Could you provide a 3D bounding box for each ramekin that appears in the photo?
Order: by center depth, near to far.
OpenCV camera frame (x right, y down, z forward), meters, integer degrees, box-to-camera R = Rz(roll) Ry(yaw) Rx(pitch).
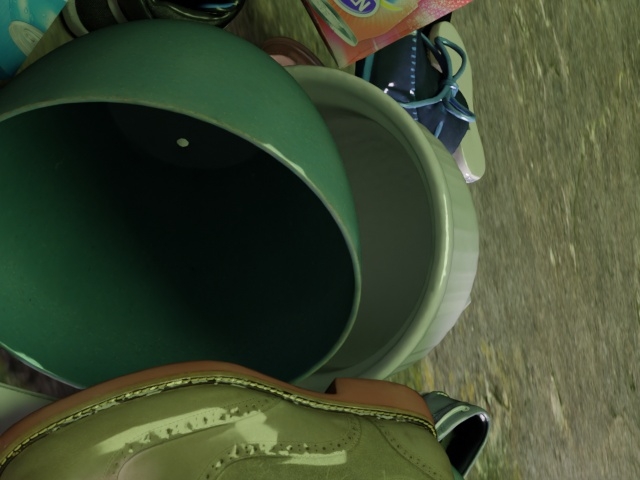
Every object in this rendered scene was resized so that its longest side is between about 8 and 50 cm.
[{"bbox_3d":[0.000,0.000,0.988,0.135,0.277,0.277,6,84,-64],"label":"ramekin"}]

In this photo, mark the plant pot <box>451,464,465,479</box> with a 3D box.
[{"bbox_3d":[0.005,0.254,1.011,0.293,0.293,0.196,15,49,-55],"label":"plant pot"}]

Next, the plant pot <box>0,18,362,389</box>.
[{"bbox_3d":[-0.109,-0.045,0.841,0.195,0.290,0.290,-82,150,-46],"label":"plant pot"}]

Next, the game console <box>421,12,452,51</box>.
[{"bbox_3d":[0.113,-0.272,1.392,0.107,0.071,0.122,47,44,-6],"label":"game console"}]

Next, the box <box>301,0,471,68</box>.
[{"bbox_3d":[0.015,-0.297,0.995,0.154,0.142,0.300,60,5,-36],"label":"box"}]

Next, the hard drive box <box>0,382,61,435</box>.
[{"bbox_3d":[-0.254,0.203,0.752,0.181,0.089,0.232,31,64,-52],"label":"hard drive box"}]

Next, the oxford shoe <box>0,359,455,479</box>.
[{"bbox_3d":[-0.045,0.165,0.777,0.348,0.130,0.123,2,130,-30],"label":"oxford shoe"}]

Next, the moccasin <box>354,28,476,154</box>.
[{"bbox_3d":[0.093,-0.135,1.154,0.342,0.116,0.138,81,13,-66],"label":"moccasin"}]

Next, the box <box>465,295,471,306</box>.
[{"bbox_3d":[0.063,0.059,1.193,0.126,0.137,0.072,-38,119,-50],"label":"box"}]

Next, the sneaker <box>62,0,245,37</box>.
[{"bbox_3d":[-0.098,-0.200,0.971,0.217,0.121,0.079,-25,111,-54],"label":"sneaker"}]

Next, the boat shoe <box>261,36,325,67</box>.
[{"bbox_3d":[-0.015,-0.121,1.148,0.170,0.063,0.059,59,38,-38],"label":"boat shoe"}]

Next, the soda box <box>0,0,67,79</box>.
[{"bbox_3d":[-0.213,-0.207,0.841,0.067,0.071,0.210,56,46,-39],"label":"soda box"}]

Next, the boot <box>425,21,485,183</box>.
[{"bbox_3d":[0.130,-0.153,1.358,0.069,0.086,0.190,3,77,-52],"label":"boot"}]

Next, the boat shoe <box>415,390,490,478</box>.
[{"bbox_3d":[0.087,0.274,1.259,0.319,0.099,0.116,-46,128,-46],"label":"boat shoe"}]
